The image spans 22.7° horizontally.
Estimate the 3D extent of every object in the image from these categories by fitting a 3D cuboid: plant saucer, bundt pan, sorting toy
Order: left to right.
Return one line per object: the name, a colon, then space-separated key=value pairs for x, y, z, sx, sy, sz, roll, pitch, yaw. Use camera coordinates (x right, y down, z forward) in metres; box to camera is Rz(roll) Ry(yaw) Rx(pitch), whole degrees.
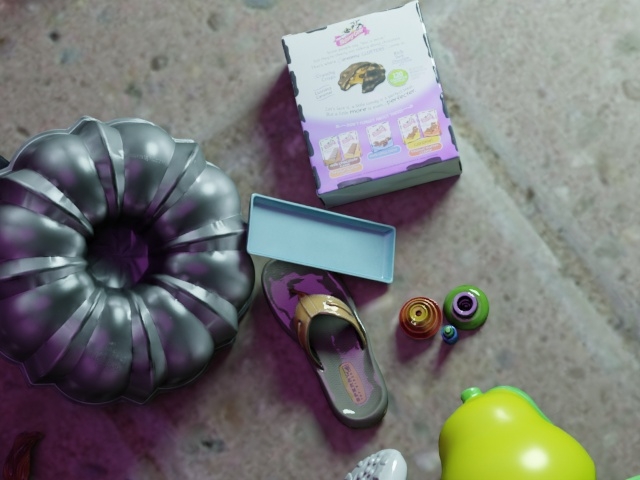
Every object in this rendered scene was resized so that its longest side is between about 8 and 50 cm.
bundt pan: x=-0.215 y=0.017 z=1.719 sx=0.331 sy=0.124 sz=0.330 roll=2 pitch=84 yaw=-16
plant saucer: x=0.000 y=0.000 z=1.752 sx=0.192 sy=0.018 sz=0.067 roll=12 pitch=74 yaw=-31
sorting toy: x=0.136 y=0.082 z=1.756 sx=0.102 sy=0.042 sz=0.061 roll=-16 pitch=74 yaw=4

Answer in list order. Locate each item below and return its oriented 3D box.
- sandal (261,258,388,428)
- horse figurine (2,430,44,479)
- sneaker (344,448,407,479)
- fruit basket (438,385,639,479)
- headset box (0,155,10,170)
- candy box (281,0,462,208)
sandal: x=0.005 y=0.106 z=1.761 sx=0.090 sy=0.060 sz=0.219 roll=-25 pitch=73 yaw=2
horse figurine: x=-0.429 y=0.295 z=1.779 sx=0.263 sy=0.066 sz=0.174 roll=-23 pitch=66 yaw=6
sneaker: x=0.049 y=0.337 z=1.692 sx=0.095 sy=0.090 sz=0.235 roll=27 pitch=72 yaw=-14
fruit basket: x=0.222 y=0.337 z=1.606 sx=0.392 sy=0.283 sz=0.392 roll=-15 pitch=31 yaw=10
headset box: x=-0.498 y=-0.041 z=1.841 sx=0.283 sy=0.131 sz=0.246 roll=36 pitch=83 yaw=16
candy box: x=0.058 y=-0.154 z=1.815 sx=0.165 sy=0.070 sz=0.196 roll=-14 pitch=75 yaw=5
